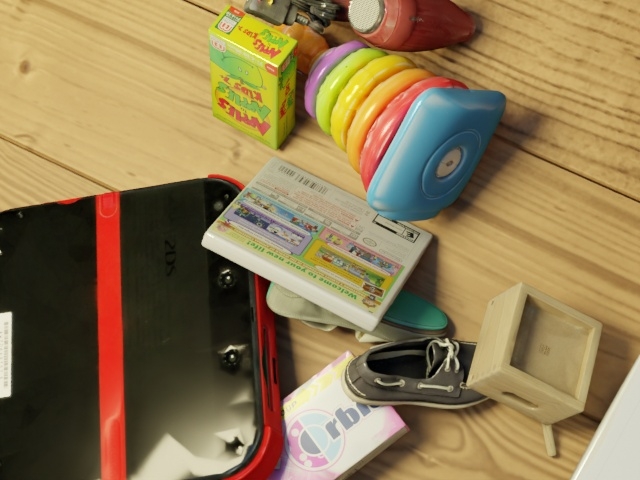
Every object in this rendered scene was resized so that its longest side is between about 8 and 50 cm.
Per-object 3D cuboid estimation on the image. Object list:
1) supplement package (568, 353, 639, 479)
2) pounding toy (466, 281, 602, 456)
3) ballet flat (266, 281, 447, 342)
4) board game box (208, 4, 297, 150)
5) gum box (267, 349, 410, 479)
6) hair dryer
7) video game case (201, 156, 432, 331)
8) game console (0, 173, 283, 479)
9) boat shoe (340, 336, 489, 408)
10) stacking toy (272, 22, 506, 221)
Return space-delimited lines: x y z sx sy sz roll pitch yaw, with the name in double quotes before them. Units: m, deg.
"supplement package" 0.345 0.250 1.692 0.145 0.204 0.261 28 84 13
"pounding toy" 0.238 0.144 1.777 0.141 0.100 0.130 27 61 -16
"ballet flat" 0.039 0.080 1.829 0.213 0.072 0.068 18 125 -18
"board game box" -0.077 -0.183 1.849 0.092 0.181 0.043 29 65 12
"gum box" -0.007 0.224 1.816 0.188 0.062 0.107 -37 75 -1
"hair dryer" 0.043 -0.277 1.865 0.294 0.223 0.080 13 106 -11
"video game case" 0.000 0.000 1.811 0.212 0.193 0.023 27 126 7
"game console" -0.220 0.118 1.841 0.342 0.060 0.386 -10 64 11
"boat shoe" 0.128 0.141 1.782 0.206 0.065 0.075 -3 62 -18
"stacking toy" 0.045 -0.169 1.859 0.302 0.175 0.165 41 116 29
